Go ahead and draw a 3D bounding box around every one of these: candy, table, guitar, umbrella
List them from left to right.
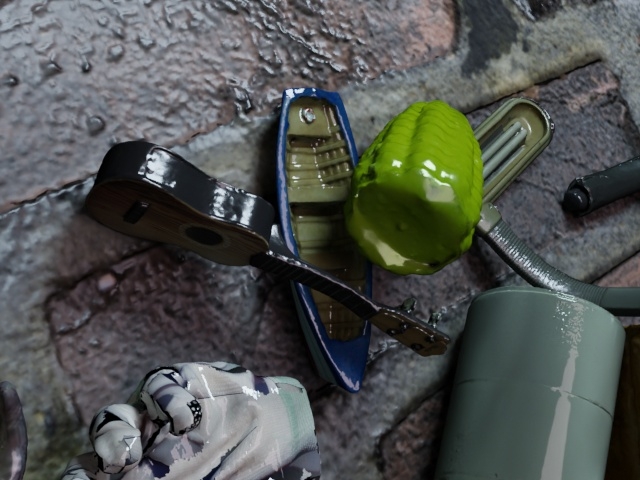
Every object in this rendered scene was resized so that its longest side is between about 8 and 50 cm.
[{"bbox_3d":[-0.024,0.011,0.658,0.271,0.084,0.038,25,64,-17],"label":"guitar"},{"bbox_3d":[0.078,-0.054,0.735,0.097,0.097,0.209,51,27,-15],"label":"candy"},{"bbox_3d":[0.156,0.160,0.746,0.126,0.126,0.220,28,64,-27],"label":"table"},{"bbox_3d":[0.285,-0.056,0.948,0.133,0.031,0.036,-20,75,-36],"label":"umbrella"}]

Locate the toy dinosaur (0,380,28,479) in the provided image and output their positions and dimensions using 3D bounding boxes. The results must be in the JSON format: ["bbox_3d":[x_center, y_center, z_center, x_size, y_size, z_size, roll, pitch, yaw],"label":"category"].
[{"bbox_3d":[-0.206,0.033,0.391,0.162,0.077,0.294,-25,128,-46],"label":"toy dinosaur"}]

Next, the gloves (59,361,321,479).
[{"bbox_3d":[-0.095,0.142,0.591,0.212,0.111,0.127,-3,105,-38],"label":"gloves"}]

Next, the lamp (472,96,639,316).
[{"bbox_3d":[0.245,-0.032,0.803,0.203,0.283,0.124,-54,137,-32],"label":"lamp"}]

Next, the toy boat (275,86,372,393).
[{"bbox_3d":[0.000,0.000,0.725,0.080,0.046,0.229,-2,81,-36],"label":"toy boat"}]

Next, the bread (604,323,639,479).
[{"bbox_3d":[0.299,0.212,0.816,0.132,0.167,0.294,0,80,-11],"label":"bread"}]
